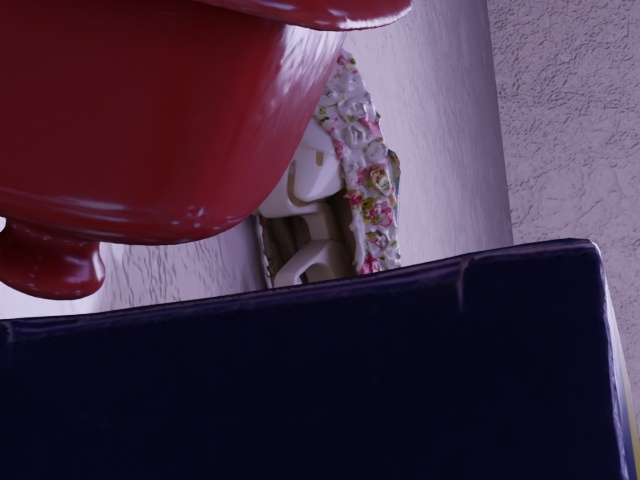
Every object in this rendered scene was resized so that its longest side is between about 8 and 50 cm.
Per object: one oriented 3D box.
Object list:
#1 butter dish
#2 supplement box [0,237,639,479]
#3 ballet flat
[{"bbox_3d":[-0.067,-0.041,0.396,0.160,0.160,0.118,-48,152,-75],"label":"butter dish"},{"bbox_3d":[0.027,0.135,0.527,0.356,0.194,0.195,42,42,-73],"label":"supplement box"},{"bbox_3d":[0.000,0.000,0.778,0.077,0.091,0.240,-14,92,-56],"label":"ballet flat"}]
